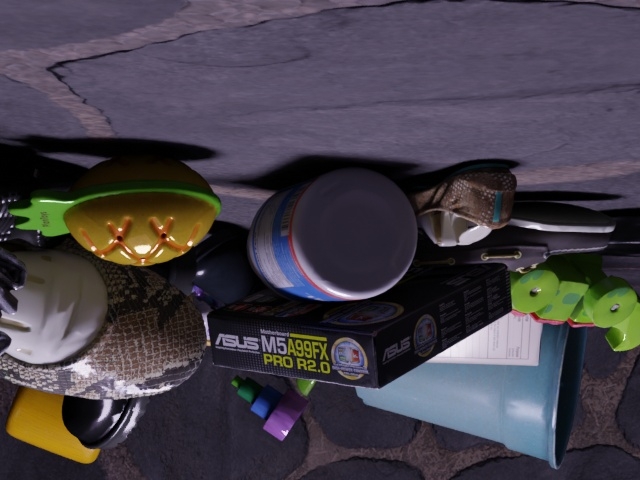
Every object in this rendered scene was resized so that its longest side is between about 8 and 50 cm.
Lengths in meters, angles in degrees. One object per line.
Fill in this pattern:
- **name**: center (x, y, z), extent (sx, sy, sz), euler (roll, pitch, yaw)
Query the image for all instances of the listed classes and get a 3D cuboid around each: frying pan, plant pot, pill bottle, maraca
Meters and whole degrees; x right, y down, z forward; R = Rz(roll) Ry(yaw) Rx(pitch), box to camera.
- **frying pan**: center (0.374, -0.006, 1.379), extent (0.197, 0.053, 0.326), euler (1, 174, 15)
- **plant pot**: center (0.247, 0.170, 1.979), extent (0.334, 0.341, 0.341), euler (8, 177, 19)
- **pill bottle**: center (0.000, 0.000, 1.210), extent (0.124, 0.124, 0.221), euler (4, 175, -18)
- **maraca**: center (-0.182, -0.027, 1.092), extent (0.186, 0.099, 0.127), euler (-3, 160, -7)

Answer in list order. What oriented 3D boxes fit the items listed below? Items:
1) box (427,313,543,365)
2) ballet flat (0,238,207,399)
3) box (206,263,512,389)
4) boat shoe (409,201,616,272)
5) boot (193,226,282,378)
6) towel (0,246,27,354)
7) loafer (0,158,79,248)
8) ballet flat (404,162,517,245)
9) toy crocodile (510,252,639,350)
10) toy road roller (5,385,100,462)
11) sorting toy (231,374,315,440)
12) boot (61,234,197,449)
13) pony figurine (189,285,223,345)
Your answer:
- **box**: center (0.149, 0.080, 1.683), extent (0.311, 0.148, 0.121), euler (2, -145, 6)
- **ballet flat**: center (-0.360, 0.045, 1.271), extent (0.483, 0.164, 0.182), euler (18, 170, 18)
- **box**: center (0.047, 0.077, 1.305), extent (0.216, 0.060, 0.270), euler (3, -164, 38)
- **boat shoe**: center (0.197, -0.002, 1.299), extent (0.228, 0.068, 0.081), euler (2, -163, 2)
- **boot**: center (-0.093, 0.091, 1.697), extent (0.094, 0.207, 0.246), euler (-36, 172, 7)
- **towel**: center (-0.411, -0.001, 1.029), extent (0.235, 0.121, 0.284), euler (-5, 146, 41)
- **loafer**: center (-0.287, -0.046, 1.169), extent (0.078, 0.080, 0.220), euler (40, -173, 12)
- **ballet flat**: center (0.126, -0.028, 1.171), extent (0.073, 0.067, 0.206), euler (1, 175, -12)
- **toy crocodile**: center (0.279, 0.058, 1.515), extent (0.341, 0.105, 0.115), euler (13, -153, -31)
- **toy road roller**: center (-0.331, 0.163, 1.745), extent (0.202, 0.240, 0.329), euler (21, 137, -6)
- **sorting toy**: center (-0.021, 0.101, 1.589), extent (0.126, 0.365, 0.127), euler (33, -148, 5)
- **boot**: center (-0.332, 0.108, 1.527), extent (0.260, 0.348, 0.131), euler (9, -153, -31)
- **pony figurine**: center (-0.327, 0.123, 2.053), extent (0.351, 0.302, 0.363), euler (-10, 154, 25)
